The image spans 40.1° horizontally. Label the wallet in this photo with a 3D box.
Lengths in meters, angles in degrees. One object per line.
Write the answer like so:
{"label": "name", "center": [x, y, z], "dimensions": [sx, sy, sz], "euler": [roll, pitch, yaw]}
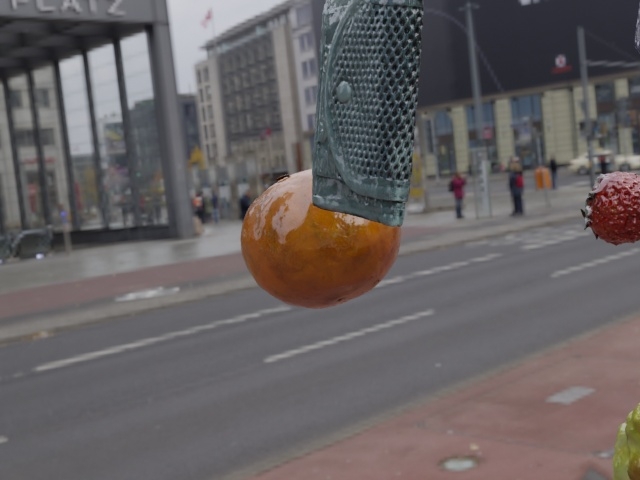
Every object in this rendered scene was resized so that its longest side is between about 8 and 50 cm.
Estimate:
{"label": "wallet", "center": [0.056, -0.201, 1.209], "dimensions": [0.075, 0.342, 0.237], "euler": [1, 7, -26]}

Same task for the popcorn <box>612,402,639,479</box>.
{"label": "popcorn", "center": [0.386, 0.240, 0.777], "dimensions": [0.236, 0.252, 0.206], "euler": [-8, -40, 13]}

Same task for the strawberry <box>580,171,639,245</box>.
{"label": "strawberry", "center": [0.504, -0.045, 1.430], "dimensions": [0.148, 0.131, 0.131], "euler": [29, 14, 13]}

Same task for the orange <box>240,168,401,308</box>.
{"label": "orange", "center": [0.000, 0.000, 1.541], "dimensions": [0.283, 0.226, 0.284], "euler": [-15, -20, -5]}

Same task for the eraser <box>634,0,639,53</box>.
{"label": "eraser", "center": [0.288, -0.171, 0.626], "dimensions": [0.081, 0.124, 0.279], "euler": [3, 24, 11]}
